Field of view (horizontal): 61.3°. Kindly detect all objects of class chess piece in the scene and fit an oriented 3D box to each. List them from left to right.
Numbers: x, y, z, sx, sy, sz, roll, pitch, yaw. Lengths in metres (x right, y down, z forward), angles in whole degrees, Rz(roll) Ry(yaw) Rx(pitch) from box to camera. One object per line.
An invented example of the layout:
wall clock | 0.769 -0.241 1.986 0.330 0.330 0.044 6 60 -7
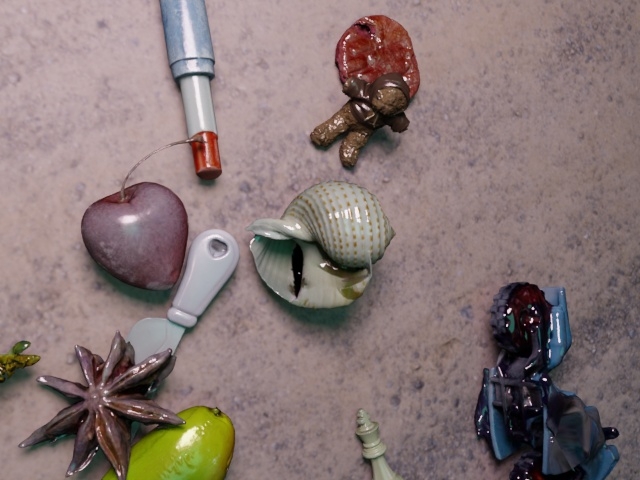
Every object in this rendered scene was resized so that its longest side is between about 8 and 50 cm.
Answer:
chess piece | 0.089 0.336 0.858 0.059 0.059 0.149 -18 93 -22

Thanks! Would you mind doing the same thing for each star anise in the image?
star anise | -0.263 0.210 0.680 0.180 0.061 0.204 36 78 16

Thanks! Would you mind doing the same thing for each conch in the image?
conch | 0.005 -0.004 0.776 0.199 0.131 0.172 8 115 15

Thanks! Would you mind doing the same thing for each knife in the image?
knife | -0.216 0.129 0.735 0.080 0.044 0.331 31 83 -13

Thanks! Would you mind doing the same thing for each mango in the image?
mango | -0.206 0.315 0.699 0.233 0.111 0.125 -46 102 -17

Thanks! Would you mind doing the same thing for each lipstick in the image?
lipstick | -0.170 -0.219 0.728 0.061 0.068 0.274 -9 93 -20

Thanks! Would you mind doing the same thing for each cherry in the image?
cherry | -0.203 -0.020 0.696 0.188 0.115 0.148 -29 83 -26

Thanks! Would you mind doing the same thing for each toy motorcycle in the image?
toy motorcycle | 0.398 0.277 0.943 0.232 0.172 0.416 -2 83 -29

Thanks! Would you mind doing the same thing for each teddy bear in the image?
teddy bear | 0.069 -0.191 0.809 0.119 0.160 0.078 35 41 -22

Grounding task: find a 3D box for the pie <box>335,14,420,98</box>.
pie | 0.092 -0.280 0.859 0.153 0.038 0.154 -2 94 -24

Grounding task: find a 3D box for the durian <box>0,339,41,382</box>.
durian | -0.484 0.225 0.571 0.375 0.132 0.107 -42 119 -23
